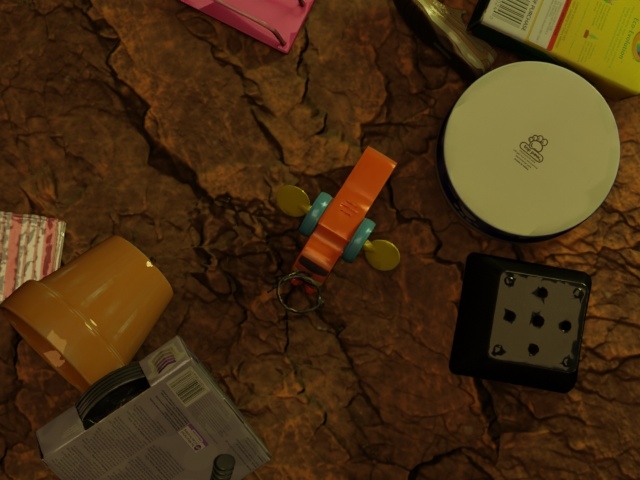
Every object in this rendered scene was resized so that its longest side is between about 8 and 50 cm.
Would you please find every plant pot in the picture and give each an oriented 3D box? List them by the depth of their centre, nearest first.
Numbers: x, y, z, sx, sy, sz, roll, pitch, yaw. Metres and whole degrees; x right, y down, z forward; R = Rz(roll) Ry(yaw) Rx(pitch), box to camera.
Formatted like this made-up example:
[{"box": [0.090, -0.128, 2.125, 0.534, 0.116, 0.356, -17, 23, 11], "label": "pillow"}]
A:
[{"box": [-0.322, 0.100, 1.739, 0.205, 0.205, 0.188, 42, 72, 3], "label": "plant pot"}, {"box": [0.301, 0.119, 1.742, 0.188, 0.167, 0.187, 10, 86, 0], "label": "plant pot"}]

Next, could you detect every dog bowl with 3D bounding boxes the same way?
[{"box": [0.307, -0.129, 1.792, 0.265, 0.104, 0.265, 0, 86, 0], "label": "dog bowl"}]

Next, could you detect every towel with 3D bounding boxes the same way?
[{"box": [-0.490, 0.027, 1.820, 0.197, 0.029, 0.144, 6, 88, 1], "label": "towel"}]

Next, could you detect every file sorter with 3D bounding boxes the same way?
[{"box": [-0.080, -0.458, 1.764, 0.202, 0.182, 0.290, 27, 92, 2], "label": "file sorter"}]

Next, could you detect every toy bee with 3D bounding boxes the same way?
[{"box": [0.000, 0.000, 1.776, 0.298, 0.162, 0.195, -33, 77, -27], "label": "toy bee"}]

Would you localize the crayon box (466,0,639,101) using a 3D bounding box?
[{"box": [0.403, -0.344, 1.804, 0.318, 0.081, 0.202, 24, 85, -9], "label": "crayon box"}]

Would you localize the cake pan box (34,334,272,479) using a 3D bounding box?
[{"box": [-0.234, 0.289, 1.700, 0.246, 0.070, 0.267, -36, 129, -3], "label": "cake pan box"}]

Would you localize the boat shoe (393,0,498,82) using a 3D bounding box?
[{"box": [0.192, -0.330, 1.834, 0.190, 0.068, 0.072, 46, 75, -6], "label": "boat shoe"}]
